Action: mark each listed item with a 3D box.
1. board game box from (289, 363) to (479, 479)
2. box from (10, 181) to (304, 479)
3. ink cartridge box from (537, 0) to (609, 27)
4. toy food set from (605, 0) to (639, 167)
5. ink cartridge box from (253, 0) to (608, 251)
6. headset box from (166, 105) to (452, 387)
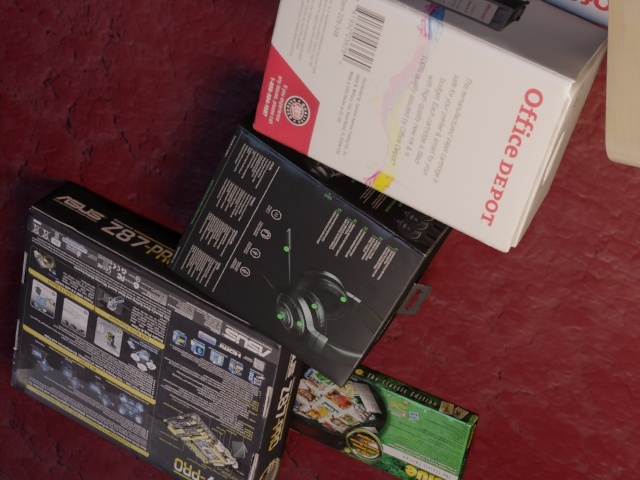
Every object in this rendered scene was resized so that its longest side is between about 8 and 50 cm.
[{"bbox_3d":[0.068,0.229,2.224,0.259,0.030,0.136,23,125,16],"label":"board game box"},{"bbox_3d":[-0.216,0.144,2.272,0.395,0.097,0.318,26,127,18],"label":"box"},{"bbox_3d":[0.255,-0.373,1.678,0.211,0.121,0.289,22,128,17],"label":"ink cartridge box"},{"bbox_3d":[0.384,-0.181,1.604,0.219,0.092,0.306,15,128,28],"label":"toy food set"},{"bbox_3d":[0.106,-0.160,1.746,0.306,0.131,0.226,26,131,10],"label":"ink cartridge box"},{"bbox_3d":[0.000,0.000,2.050,0.283,0.131,0.246,34,129,7],"label":"headset box"}]
